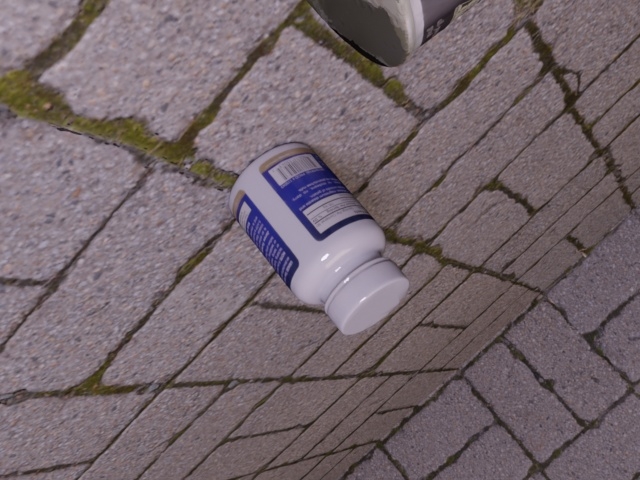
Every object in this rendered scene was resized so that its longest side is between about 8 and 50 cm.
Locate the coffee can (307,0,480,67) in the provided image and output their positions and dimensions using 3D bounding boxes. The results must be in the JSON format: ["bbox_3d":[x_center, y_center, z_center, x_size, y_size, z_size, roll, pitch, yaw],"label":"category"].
[{"bbox_3d":[0.093,-0.263,0.434,0.275,0.201,0.201,-37,156,-3],"label":"coffee can"}]

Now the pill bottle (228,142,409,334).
[{"bbox_3d":[0.000,0.000,0.771,0.112,0.186,0.112,-31,155,-17],"label":"pill bottle"}]
